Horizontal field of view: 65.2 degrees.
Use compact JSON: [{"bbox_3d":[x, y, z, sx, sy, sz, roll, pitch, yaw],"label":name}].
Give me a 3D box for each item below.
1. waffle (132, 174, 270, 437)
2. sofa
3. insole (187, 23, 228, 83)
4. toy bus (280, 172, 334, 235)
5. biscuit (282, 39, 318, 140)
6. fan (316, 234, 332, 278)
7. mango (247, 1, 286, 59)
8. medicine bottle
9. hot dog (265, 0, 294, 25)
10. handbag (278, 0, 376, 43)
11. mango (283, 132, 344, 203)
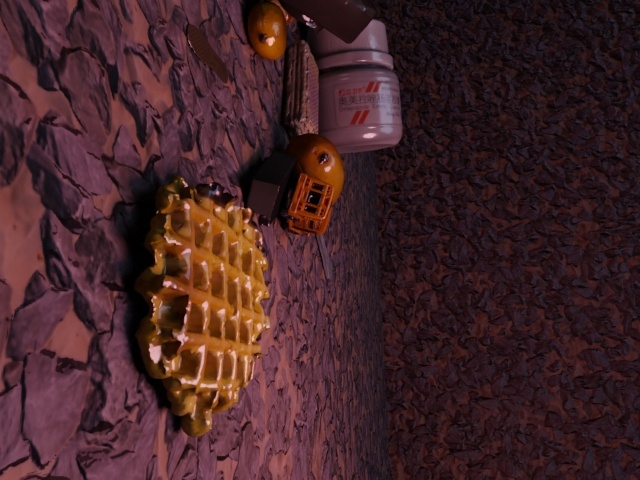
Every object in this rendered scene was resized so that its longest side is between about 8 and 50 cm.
[{"bbox_3d":[-0.128,0.063,0.626,0.312,0.060,0.307,-59,145,-69],"label":"waffle"},{"bbox_3d":[-0.091,-0.094,0.873,0.147,0.060,0.085,-71,178,-61],"label":"sofa"},{"bbox_3d":[-0.160,-0.266,0.720,0.135,0.002,0.045,37,50,-74],"label":"insole"},{"bbox_3d":[-0.023,-0.059,0.962,0.194,0.088,0.083,105,2,-80],"label":"toy bus"},{"bbox_3d":[-0.044,-0.334,1.143,0.108,0.061,0.239,57,30,-62],"label":"biscuit"},{"bbox_3d":[0.000,0.000,1.321,0.282,0.023,0.057,73,26,-45],"label":"fan"},{"bbox_3d":[-0.094,-0.392,0.940,0.187,0.066,0.101,-84,167,-69],"label":"mango"},{"bbox_3d":[0.082,-0.391,1.307,0.245,0.245,0.306,-28,112,-77],"label":"medicine bottle"},{"bbox_3d":[-0.064,-0.554,1.112,0.289,0.068,0.083,-79,154,-47],"label":"hot dog"},{"bbox_3d":[-0.032,-0.537,0.969,0.285,0.113,0.257,7,58,-52],"label":"handbag"},{"bbox_3d":[-0.014,-0.143,1.070,0.113,0.138,0.253,-48,167,-13],"label":"mango"}]
